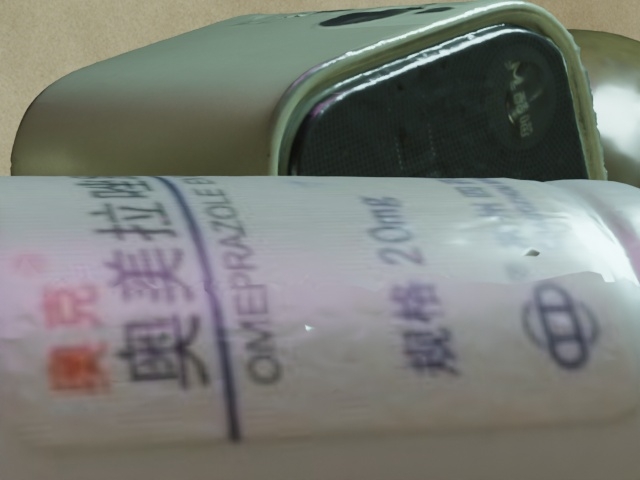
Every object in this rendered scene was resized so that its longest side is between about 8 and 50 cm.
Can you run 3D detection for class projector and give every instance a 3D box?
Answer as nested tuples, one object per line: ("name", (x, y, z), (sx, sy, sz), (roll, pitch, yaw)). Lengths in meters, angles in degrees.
("projector", (0.000, 0.000, 1.067), (0.248, 0.248, 0.249), (-24, 18, -36))

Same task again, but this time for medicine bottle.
("medicine bottle", (-0.069, 0.076, 0.493), (0.332, 0.190, 0.190), (0, 3, -16))

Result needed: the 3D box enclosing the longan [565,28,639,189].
("longan", (0.179, -0.010, 1.293), (0.297, 0.297, 0.297), (1, 3, 0))
